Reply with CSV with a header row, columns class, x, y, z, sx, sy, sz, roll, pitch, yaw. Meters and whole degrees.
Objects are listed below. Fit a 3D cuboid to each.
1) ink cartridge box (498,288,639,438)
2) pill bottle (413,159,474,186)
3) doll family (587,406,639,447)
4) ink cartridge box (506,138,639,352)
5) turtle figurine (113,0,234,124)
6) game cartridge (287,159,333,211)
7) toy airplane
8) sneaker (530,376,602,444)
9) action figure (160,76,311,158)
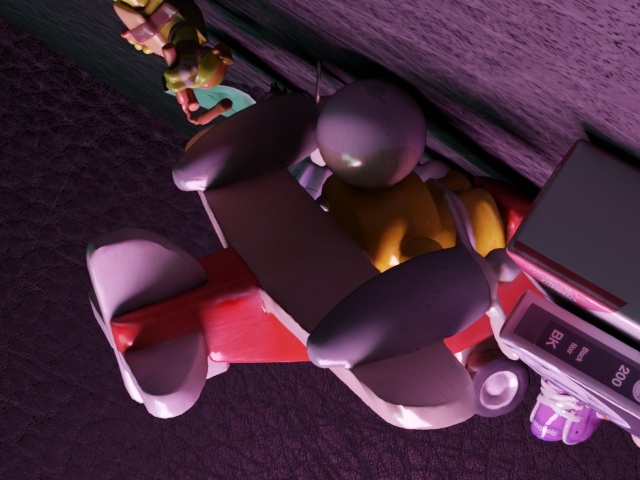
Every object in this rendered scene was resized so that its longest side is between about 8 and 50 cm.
class,x,y,z,sx,sy,sz,roll,pitch,yaw
ink cartridge box,0.232,0.115,1.120,0.208,0.045,0.206,29,177,22
pill bottle,0.116,-0.015,1.565,0.169,0.094,0.094,33,178,-7
doll family,0.322,0.103,1.379,0.163,0.118,0.263,41,157,-22
ink cartridge box,0.227,0.033,1.106,0.158,0.092,0.218,31,176,22
turtle figurine,-0.149,-0.198,1.466,0.217,0.087,0.269,42,-177,-20
game cartridge,0.056,-0.033,1.843,0.230,0.068,0.355,14,-178,-13
toy airplane,0.000,0.000,1.340,0.386,0.272,0.384,18,-155,18
sneaker,0.303,0.167,2.038,0.102,0.161,0.282,33,177,33
action figure,-0.038,-0.126,1.738,0.232,0.063,0.137,27,179,-27
